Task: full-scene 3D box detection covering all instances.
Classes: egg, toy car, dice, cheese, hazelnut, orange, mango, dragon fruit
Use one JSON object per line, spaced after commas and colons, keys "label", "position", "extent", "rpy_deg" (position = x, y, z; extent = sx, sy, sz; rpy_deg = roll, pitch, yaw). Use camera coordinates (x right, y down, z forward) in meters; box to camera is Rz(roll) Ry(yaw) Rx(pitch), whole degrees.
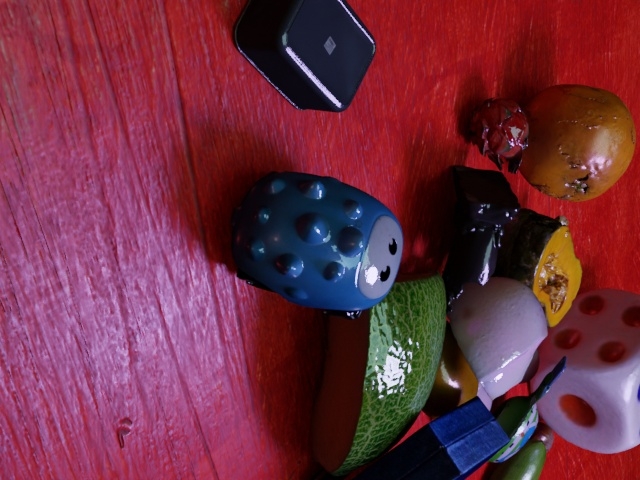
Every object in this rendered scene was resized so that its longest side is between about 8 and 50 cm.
{"label": "egg", "position": [0.351, 0.158, 1.666], "extent": [0.206, 0.162, 0.271], "rpy_deg": [59, 14, 0]}
{"label": "toy car", "position": [0.000, 0.000, 1.216], "extent": [0.255, 0.190, 0.188], "rpy_deg": [21, 81, -10]}
{"label": "dice", "position": [0.709, 0.324, 2.145], "extent": [0.304, 0.277, 0.304], "rpy_deg": [-43, 130, -30]}
{"label": "cheese", "position": [0.455, 0.391, 1.942], "extent": [0.320, 0.083, 0.204], "rpy_deg": [-54, 171, 20]}
{"label": "hazelnut", "position": [0.547, 0.500, 2.167], "extent": [0.086, 0.086, 0.086], "rpy_deg": [-20, 118, -45]}
{"label": "orange", "position": [0.513, -0.205, 1.753], "extent": [0.246, 0.246, 0.246], "rpy_deg": [-20, 118, -45]}
{"label": "mango", "position": [0.234, 0.256, 1.681], "extent": [0.151, 0.120, 0.221], "rpy_deg": [-54, 131, -40]}
{"label": "dragon fruit", "position": [0.342, -0.206, 1.647], "extent": [0.142, 0.121, 0.130], "rpy_deg": [22, 91, -48]}

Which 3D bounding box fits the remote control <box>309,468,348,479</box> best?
{"label": "remote control", "position": [-0.024, 0.454, 1.519], "extent": [0.212, 0.028, 0.059], "rpy_deg": [-32, 129, -38]}

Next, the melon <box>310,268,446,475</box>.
{"label": "melon", "position": [0.093, 0.224, 1.459], "extent": [0.331, 0.226, 0.343], "rpy_deg": [-19, 110, -74]}

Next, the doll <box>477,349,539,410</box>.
{"label": "doll", "position": [0.383, 0.305, 1.894], "extent": [0.365, 0.094, 0.160], "rpy_deg": [-43, 129, -32]}

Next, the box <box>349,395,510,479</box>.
{"label": "box", "position": [0.174, 0.412, 1.532], "extent": [0.261, 0.116, 0.279], "rpy_deg": [-41, 161, 22]}

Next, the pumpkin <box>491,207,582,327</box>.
{"label": "pumpkin", "position": [0.467, 0.045, 1.855], "extent": [0.317, 0.139, 0.221], "rpy_deg": [46, 67, -50]}

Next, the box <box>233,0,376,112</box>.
{"label": "box", "position": [-0.014, -0.283, 1.222], "extent": [0.201, 0.090, 0.144], "rpy_deg": [41, 71, -48]}

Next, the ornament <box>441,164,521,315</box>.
{"label": "ornament", "position": [0.273, 0.010, 1.612], "extent": [0.251, 0.106, 0.260], "rpy_deg": [-81, -175, -66]}

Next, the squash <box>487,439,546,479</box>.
{"label": "squash", "position": [0.425, 0.647, 2.052], "extent": [0.107, 0.107, 0.395], "rpy_deg": [37, 78, -49]}
